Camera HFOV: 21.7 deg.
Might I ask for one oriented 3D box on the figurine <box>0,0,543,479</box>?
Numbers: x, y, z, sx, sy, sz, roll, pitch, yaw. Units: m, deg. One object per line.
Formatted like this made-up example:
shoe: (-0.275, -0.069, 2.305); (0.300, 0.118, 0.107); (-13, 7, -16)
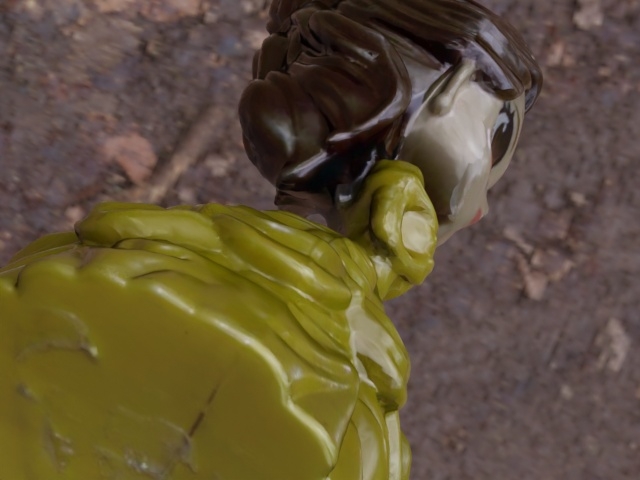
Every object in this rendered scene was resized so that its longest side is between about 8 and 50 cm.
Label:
figurine: (0.004, 0.002, 0.638); (0.315, 0.168, 0.187); (-51, 147, -47)
